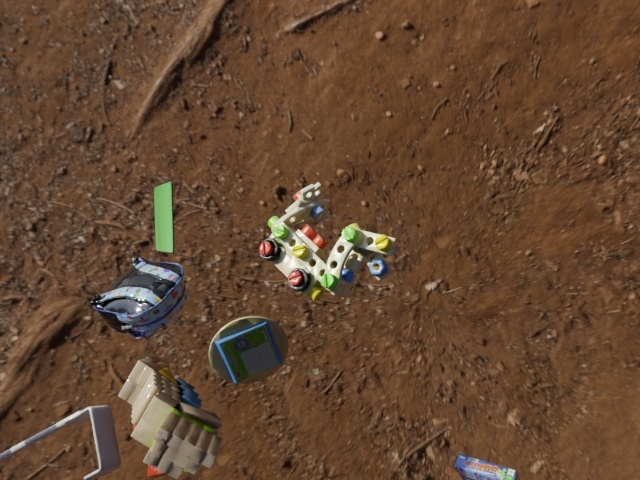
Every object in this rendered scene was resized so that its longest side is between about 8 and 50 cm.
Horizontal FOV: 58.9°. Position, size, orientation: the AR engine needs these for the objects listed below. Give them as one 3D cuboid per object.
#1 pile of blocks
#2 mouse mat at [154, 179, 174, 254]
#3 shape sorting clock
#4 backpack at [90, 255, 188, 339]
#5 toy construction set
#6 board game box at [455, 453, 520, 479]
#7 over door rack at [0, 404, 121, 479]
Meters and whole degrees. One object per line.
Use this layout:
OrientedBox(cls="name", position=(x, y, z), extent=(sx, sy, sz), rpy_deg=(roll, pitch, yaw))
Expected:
OrientedBox(cls="pile of blocks", position=(-0.285, 0.343, 1.055), extent=(0.149, 0.362, 0.112), rpy_deg=(31, 90, -29))
OrientedBox(cls="mouse mat", position=(-0.336, -0.048, 1.216), extent=(0.007, 0.190, 0.152), rpy_deg=(-2, 92, -28))
OrientedBox(cls="shape sorting clock", position=(-0.184, 0.282, 1.457), extent=(0.206, 0.040, 0.206), rpy_deg=(-9, 117, -18))
OrientedBox(cls="backpack", position=(-0.333, 0.116, 1.120), extent=(0.173, 0.116, 0.158), rpy_deg=(1, 41, 37))
OrientedBox(cls="toy construction set", position=(0.000, 0.000, 1.194), extent=(0.215, 0.151, 0.327), rpy_deg=(-51, 46, 7))
OrientedBox(cls="board game box", position=(0.409, 0.582, 1.334), extent=(0.136, 0.201, 0.035), rpy_deg=(4, 48, 36))
OrientedBox(cls="over door rack", position=(-0.365, 0.170, 0.467), extent=(0.324, 0.239, 0.108), rpy_deg=(-18, 72, 28))
